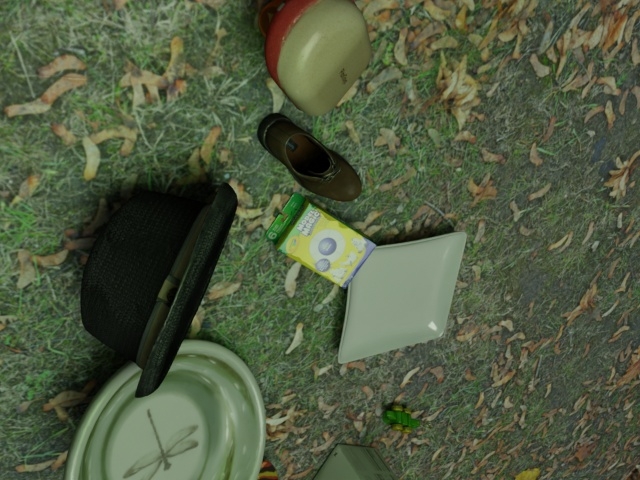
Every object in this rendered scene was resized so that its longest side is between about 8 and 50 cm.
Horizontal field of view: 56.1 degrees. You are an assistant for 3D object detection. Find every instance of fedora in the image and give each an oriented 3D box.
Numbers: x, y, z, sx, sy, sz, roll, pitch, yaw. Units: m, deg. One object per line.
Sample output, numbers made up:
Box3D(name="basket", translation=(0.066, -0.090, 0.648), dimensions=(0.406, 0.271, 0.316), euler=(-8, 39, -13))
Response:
Box3D(name="fedora", translation=(-0.246, 0.050, 0.874), dimensions=(0.153, 0.334, 0.334), euler=(23, 107, -4))

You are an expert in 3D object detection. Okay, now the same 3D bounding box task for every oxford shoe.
Box3D(name="oxford shoe", translation=(-0.001, -0.115, 0.986), dimensions=(0.227, 0.096, 0.082), euler=(29, 99, -41))

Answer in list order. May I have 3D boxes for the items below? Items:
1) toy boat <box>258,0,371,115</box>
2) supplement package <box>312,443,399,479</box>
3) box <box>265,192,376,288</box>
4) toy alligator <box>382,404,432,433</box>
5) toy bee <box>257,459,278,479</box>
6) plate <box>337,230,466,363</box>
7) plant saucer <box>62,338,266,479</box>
Box3D(name="toy boat", translation=(-0.024, -0.280, 0.845), dimensions=(0.151, 0.151, 0.231), euler=(-50, 173, 5))
Box3D(name="supplement package", translation=(0.099, 0.651, 1.410), dimensions=(0.145, 0.262, 0.204), euler=(22, 105, -38))
Box3D(name="box", translation=(0.000, 0.000, 1.072), dimensions=(0.179, 0.043, 0.105), euler=(31, 100, -22))
Box3D(name="toy alligator", translation=(0.207, 0.451, 1.494), dimensions=(0.051, 0.056, 0.190), euler=(-20, 145, 37))
Box3D(name="toy bee", translation=(-0.204, 0.607, 1.268), dimensions=(0.298, 0.162, 0.195), euler=(-29, 174, -3))
Box3D(name="plate", translation=(0.162, 0.111, 1.256), dimensions=(0.277, 0.045, 0.278), euler=(-9, 122, -25))
Box3D(name="plant saucer", translation=(-0.270, 0.366, 1.047), dimensions=(0.401, 0.101, 0.400), euler=(-3, 94, -49))
